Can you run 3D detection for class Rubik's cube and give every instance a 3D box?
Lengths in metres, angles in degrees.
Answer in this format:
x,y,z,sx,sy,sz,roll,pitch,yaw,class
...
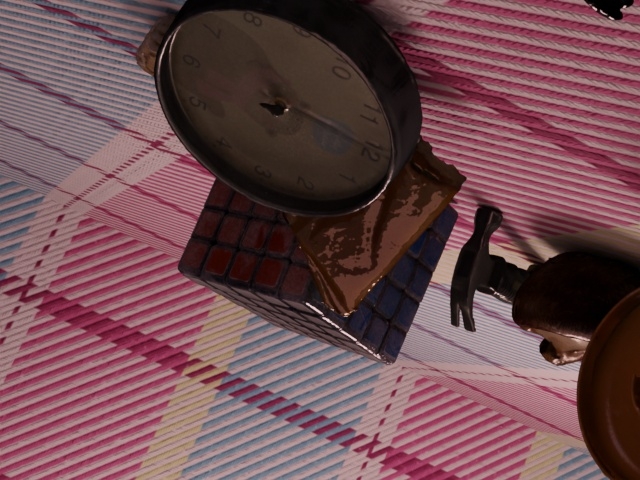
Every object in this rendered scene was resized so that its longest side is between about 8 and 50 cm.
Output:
x,y,z,sx,sy,sz,roll,pitch,yaw,class
0.000,0.000,1.613,0.238,0.237,0.237,14,164,42,Rubik's cube

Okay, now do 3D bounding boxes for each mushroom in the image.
x,y,z,sx,sy,sz,roll,pitch,yaw,class
0.369,0.087,1.597,0.231,0.138,0.194,17,159,-27,mushroom

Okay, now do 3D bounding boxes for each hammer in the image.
x,y,z,sx,sy,sz,roll,pitch,yaw,class
0.248,0.053,1.666,0.041,0.159,0.226,17,180,35,hammer

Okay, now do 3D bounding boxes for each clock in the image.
x,y,z,sx,sy,sz,roll,pitch,yaw,class
-0.036,-0.137,1.224,0.280,0.055,0.280,18,141,16,clock

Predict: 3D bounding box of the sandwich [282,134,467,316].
x,y,z,sx,sy,sz,roll,pitch,yaw,class
0.063,-0.034,1.352,0.212,0.063,0.245,-9,114,31,sandwich

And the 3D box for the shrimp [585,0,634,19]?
x,y,z,sx,sy,sz,roll,pitch,yaw,class
0.243,-0.181,0.819,0.262,0.051,0.198,23,176,17,shrimp

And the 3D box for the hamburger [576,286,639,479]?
x,y,z,sx,sy,sz,roll,pitch,yaw,class
0.430,0.172,1.329,0.274,0.274,0.212,12,175,44,hamburger

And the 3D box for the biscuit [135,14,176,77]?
x,y,z,sx,sy,sz,roll,pitch,yaw,class
-0.098,-0.181,1.430,0.239,0.062,0.108,27,170,-13,biscuit
